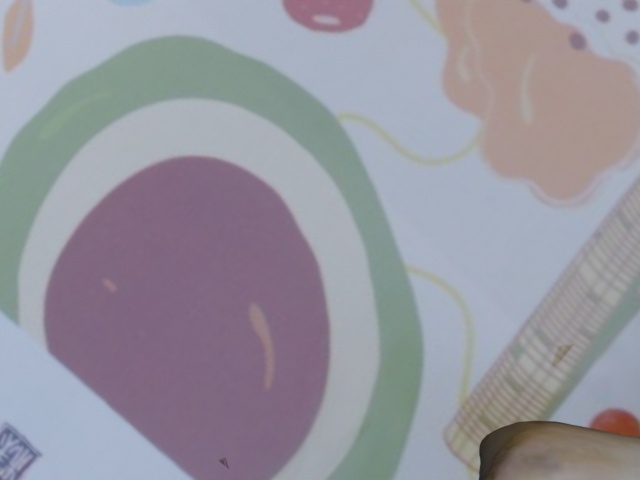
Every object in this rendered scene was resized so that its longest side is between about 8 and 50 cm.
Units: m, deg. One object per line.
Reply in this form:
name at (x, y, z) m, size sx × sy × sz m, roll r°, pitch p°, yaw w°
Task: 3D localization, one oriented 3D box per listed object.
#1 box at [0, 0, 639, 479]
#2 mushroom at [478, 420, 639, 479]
box at (0.000, 0.000, 0.584) m, size 0.344 × 0.122 × 0.385 m, roll 41°, pitch 89°, yaw 2°
mushroom at (0.131, 0.076, 0.367) m, size 0.215 × 0.207 × 0.207 m, roll 9°, pitch 111°, yaw -8°
